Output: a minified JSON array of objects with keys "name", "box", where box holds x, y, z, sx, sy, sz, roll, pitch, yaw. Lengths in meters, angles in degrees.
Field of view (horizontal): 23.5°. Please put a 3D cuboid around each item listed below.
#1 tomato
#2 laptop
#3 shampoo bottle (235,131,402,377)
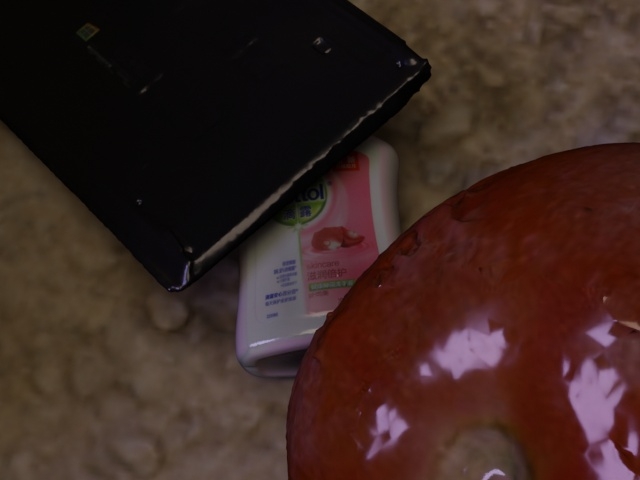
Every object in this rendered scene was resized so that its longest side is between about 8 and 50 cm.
[{"name":"tomato","box":[0.097,0.075,0.481,0.208,0.184,0.208,-8,78,39]},{"name":"laptop","box":[-0.064,-0.075,0.631,0.135,0.016,0.197,-42,53,-10]},{"name":"shampoo bottle","box":[0.000,0.000,0.602,0.072,0.043,0.099,-7,66,5]}]
